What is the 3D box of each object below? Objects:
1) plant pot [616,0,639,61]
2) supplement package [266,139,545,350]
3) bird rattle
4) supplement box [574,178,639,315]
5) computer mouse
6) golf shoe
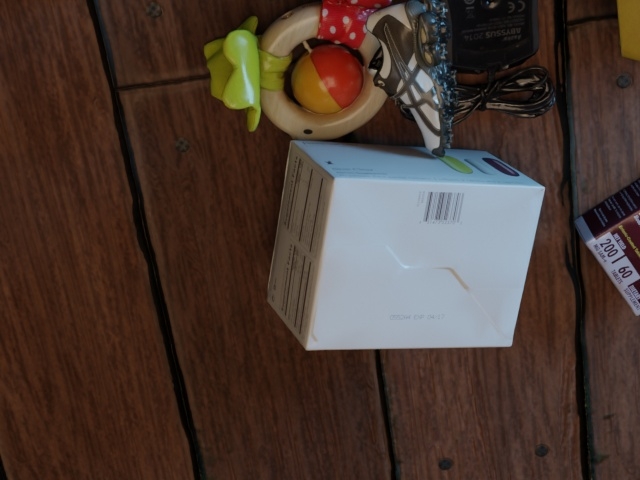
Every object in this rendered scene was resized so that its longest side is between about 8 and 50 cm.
[{"bbox_3d":[0.409,-0.293,1.294,0.187,0.212,0.212,-5,116,16],"label":"plant pot"},{"bbox_3d":[0.093,0.005,1.397,0.262,0.145,0.204,1,110,-23],"label":"supplement package"},{"bbox_3d":[-0.003,-0.215,1.378,0.253,0.143,0.207,-36,124,0],"label":"bird rattle"},{"bbox_3d":[0.450,-0.028,1.482,0.239,0.073,0.130,-34,111,12],"label":"supplement box"},{"bbox_3d":[0.178,-0.263,1.370,0.189,0.072,0.272,-4,128,-2],"label":"computer mouse"},{"bbox_3d":[0.102,-0.179,1.344,0.094,0.077,0.198,-1,128,15],"label":"golf shoe"}]
